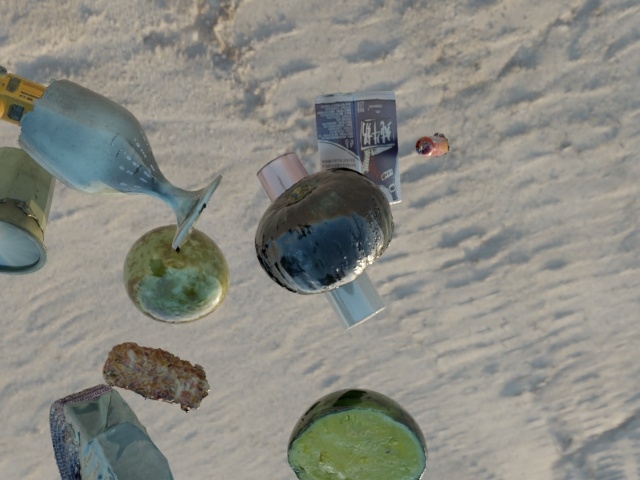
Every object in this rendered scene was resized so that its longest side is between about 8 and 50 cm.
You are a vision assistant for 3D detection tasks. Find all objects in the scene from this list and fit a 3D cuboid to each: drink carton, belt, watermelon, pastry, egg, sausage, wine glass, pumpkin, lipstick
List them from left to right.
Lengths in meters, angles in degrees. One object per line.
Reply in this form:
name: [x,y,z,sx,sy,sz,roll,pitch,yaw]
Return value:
belt: [-0.332,0.389,1.270,0.122,0.325,0.260,-16,153,-36]
wine glass: [-0.250,-0.097,0.986,0.241,0.126,0.126,33,130,-9]
pastry: [-0.251,0.205,1.180,0.169,0.087,0.063,29,144,-27]
egg: [-0.331,0.083,1.846,0.289,0.238,0.238,11,161,41]
lipstick: [0.000,0.000,1.411,0.087,0.327,0.087,-30,172,-5]
pumpkin: [0.006,-0.017,1.250,0.233,0.233,0.163,-26,106,17]
drink carton: [0.073,-0.171,1.502,0.102,0.222,0.134,3,-169,39]
watermelon: [0.065,0.315,1.240,0.232,0.127,0.204,17,120,-9]
sausage: [0.215,-0.186,1.529,0.145,0.048,0.050,-17,130,-66]

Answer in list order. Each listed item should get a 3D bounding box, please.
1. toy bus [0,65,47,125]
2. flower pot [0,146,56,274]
toy bus: [-0.498,-0.229,1.316,0.162,0.074,0.069,19,126,-22]
flower pot: [-0.613,-0.068,1.542,0.212,0.203,0.212,7,148,4]
